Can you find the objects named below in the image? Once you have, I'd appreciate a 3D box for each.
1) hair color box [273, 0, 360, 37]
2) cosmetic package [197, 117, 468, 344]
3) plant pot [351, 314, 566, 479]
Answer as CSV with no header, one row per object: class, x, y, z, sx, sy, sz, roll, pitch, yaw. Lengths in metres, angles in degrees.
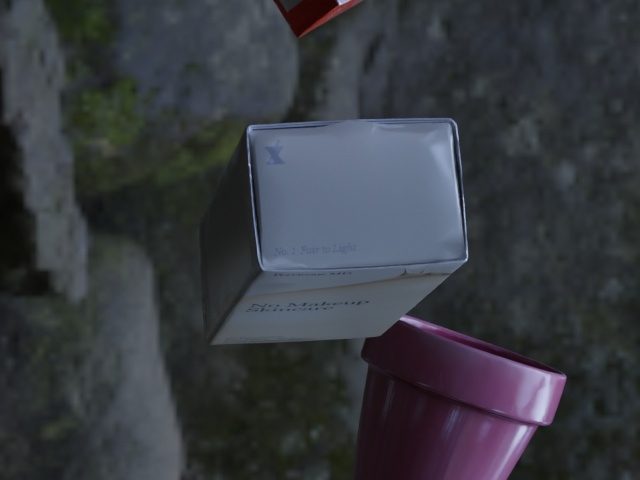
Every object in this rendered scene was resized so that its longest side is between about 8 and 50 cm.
hair color box,0.017,-0.221,1.410,0.093,0.053,0.167,57,42,-1
cosmetic package,0.000,0.000,1.513,0.309,0.160,0.113,127,-41,-75
plant pot,0.118,0.182,1.886,0.201,0.201,0.180,10,100,-77
